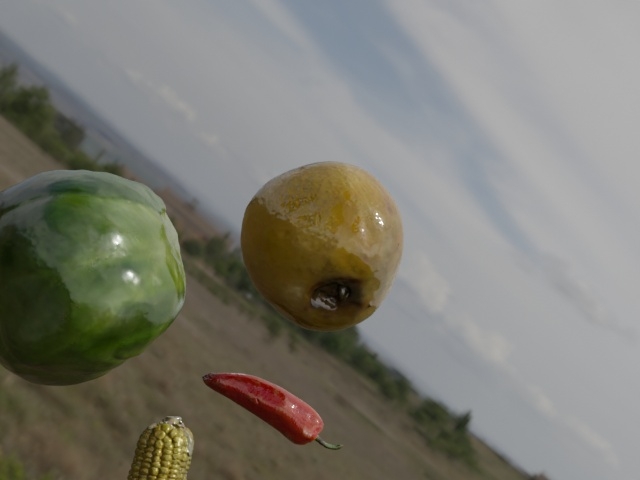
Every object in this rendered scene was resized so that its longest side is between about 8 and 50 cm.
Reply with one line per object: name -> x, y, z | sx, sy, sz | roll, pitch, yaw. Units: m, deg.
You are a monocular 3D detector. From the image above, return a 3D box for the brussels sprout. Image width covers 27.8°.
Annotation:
brussels sprout -> -0.328, 0.037, 1.756 | 0.281, 0.289, 0.355 | 58, 27, -3

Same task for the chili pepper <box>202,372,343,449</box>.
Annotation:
chili pepper -> -0.074, 0.284, 2.174 | 0.272, 0.071, 0.063 | 33, -21, -12

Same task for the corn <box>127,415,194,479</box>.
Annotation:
corn -> -0.220, 0.343, 1.675 | 0.080, 0.238, 0.080 | 13, -12, 3

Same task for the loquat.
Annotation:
loquat -> 0.000, 0.000, 2.083 | 0.275, 0.275, 0.275 | 39, -2, 2
